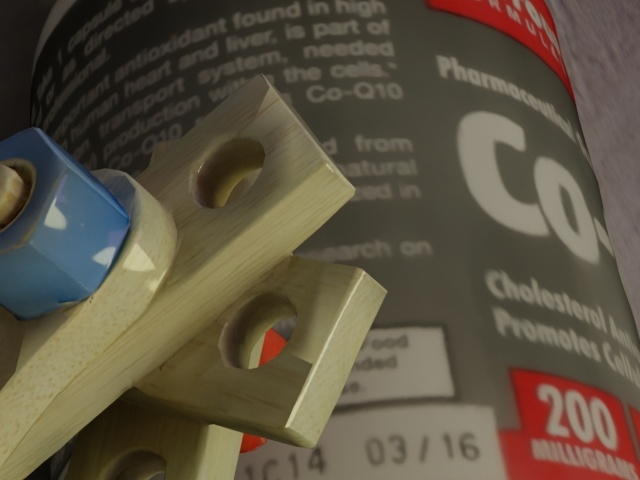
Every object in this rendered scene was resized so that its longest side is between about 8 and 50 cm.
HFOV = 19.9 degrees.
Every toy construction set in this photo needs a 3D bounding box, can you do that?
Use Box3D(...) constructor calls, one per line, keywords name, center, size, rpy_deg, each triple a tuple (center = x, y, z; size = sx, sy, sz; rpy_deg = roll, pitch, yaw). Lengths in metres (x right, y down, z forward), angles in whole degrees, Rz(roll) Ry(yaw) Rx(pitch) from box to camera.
Box3D(name="toy construction set", center=(-0.136, 0.002, 0.280), size=(0.328, 0.151, 0.215), rpy_deg=(29, 39, -35))

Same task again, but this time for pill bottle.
Box3D(name="pill bottle", center=(0.000, 0.000, 0.520), size=(0.161, 0.161, 0.283), rpy_deg=(37, 35, -46))
